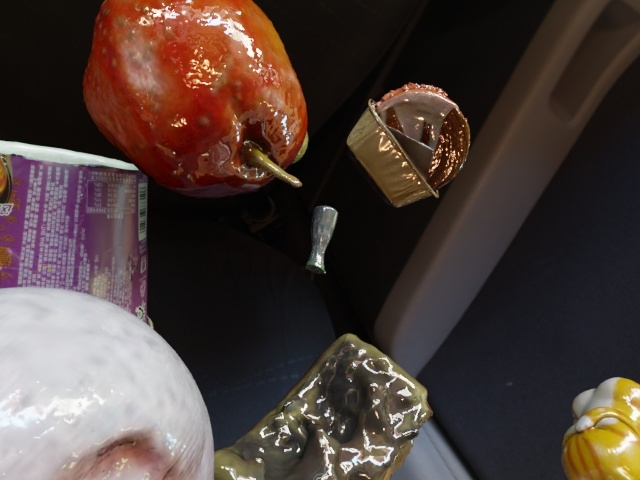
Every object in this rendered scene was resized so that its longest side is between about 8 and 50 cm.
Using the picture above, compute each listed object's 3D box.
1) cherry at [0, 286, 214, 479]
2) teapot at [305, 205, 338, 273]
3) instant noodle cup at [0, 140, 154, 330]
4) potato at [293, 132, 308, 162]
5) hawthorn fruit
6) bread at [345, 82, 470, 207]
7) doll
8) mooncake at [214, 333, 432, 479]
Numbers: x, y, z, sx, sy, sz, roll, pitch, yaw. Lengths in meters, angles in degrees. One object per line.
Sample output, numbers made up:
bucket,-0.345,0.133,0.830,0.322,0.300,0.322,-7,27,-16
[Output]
cherry,-0.246,0.178,0.412,0.291,0.335,0.326,-44,167,-40
teapot,0.000,0.000,0.856,0.043,0.043,0.110,30,59,-38
instant noodle cup,-0.405,0.000,0.771,0.340,0.340,0.265,4,101,-33
potato,-0.115,-0.235,1.142,0.169,0.248,0.143,20,99,-28
hawthorn fruit,-0.136,-0.173,0.682,0.287,0.330,0.287,-37,159,-17
bread,0.173,-0.183,0.987,0.212,0.142,0.224,-34,104,23
doll,0.553,0.382,0.997,0.270,0.162,0.166,-23,154,-43
mooncake,0.002,0.357,0.896,0.394,0.246,0.393,-46,170,-3
